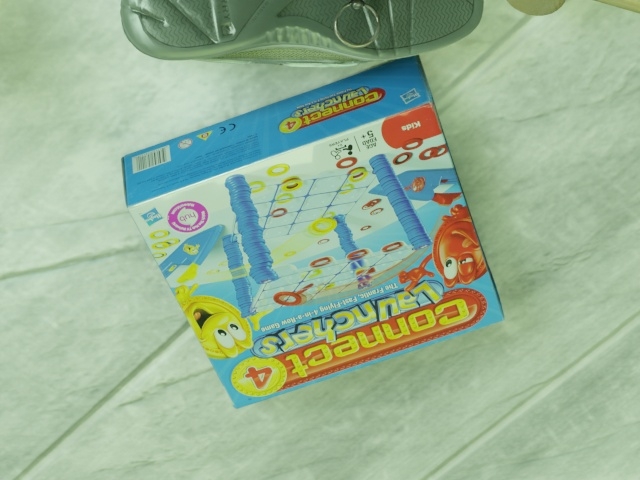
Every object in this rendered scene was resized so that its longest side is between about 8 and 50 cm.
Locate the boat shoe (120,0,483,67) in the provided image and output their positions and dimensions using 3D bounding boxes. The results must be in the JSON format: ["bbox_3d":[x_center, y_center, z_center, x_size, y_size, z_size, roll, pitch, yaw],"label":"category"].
[{"bbox_3d":[-0.017,-0.208,1.327,0.320,0.103,0.118,-8,93,-9],"label":"boat shoe"}]

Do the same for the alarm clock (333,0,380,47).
[{"bbox_3d":[0.033,-0.257,1.252,0.129,0.064,0.192,1,90,-12],"label":"alarm clock"}]

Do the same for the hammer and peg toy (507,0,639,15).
[{"bbox_3d":[0.308,-0.318,1.228,0.266,0.127,0.361,19,145,-8],"label":"hammer and peg toy"}]

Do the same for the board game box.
[{"bbox_3d":[0.000,0.000,1.505,0.308,0.086,0.302,-19,130,6],"label":"board game box"}]
